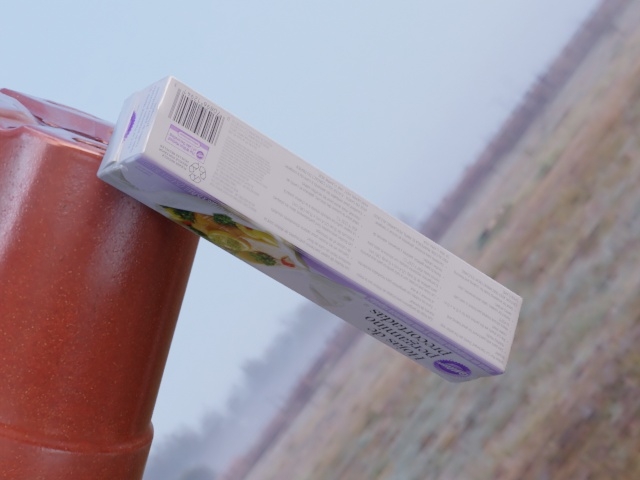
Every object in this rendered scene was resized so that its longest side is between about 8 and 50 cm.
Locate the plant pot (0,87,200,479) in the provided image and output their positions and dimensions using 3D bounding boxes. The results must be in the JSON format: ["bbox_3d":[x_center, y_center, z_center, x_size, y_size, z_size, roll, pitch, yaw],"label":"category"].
[{"bbox_3d":[-0.213,0.041,1.128,0.272,0.272,0.265,-20,-48,-78],"label":"plant pot"}]

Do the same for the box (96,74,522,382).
[{"bbox_3d":[0.000,0.000,1.061,0.063,0.324,0.067,-18,48,52],"label":"box"}]
